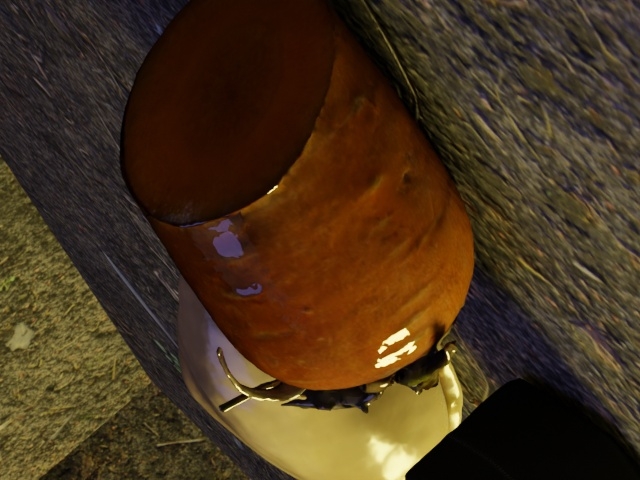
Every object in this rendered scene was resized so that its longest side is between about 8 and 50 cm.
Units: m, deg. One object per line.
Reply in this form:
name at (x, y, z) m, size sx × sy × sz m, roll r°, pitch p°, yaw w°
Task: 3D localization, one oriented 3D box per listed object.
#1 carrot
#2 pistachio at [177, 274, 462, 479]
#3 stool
carrot at (0.000, 0.000, 1.342) m, size 0.193 × 0.214 × 0.331 m, roll -8°, pitch 134°, yaw 35°
pistachio at (-0.002, 0.095, 1.711) m, size 0.318 × 0.214 × 0.193 m, roll 43°, pitch -146°, yaw -18°
stool at (0.181, 0.233, 1.553) m, size 0.232 × 0.141 × 0.232 m, roll 46°, pitch 168°, yaw 13°
